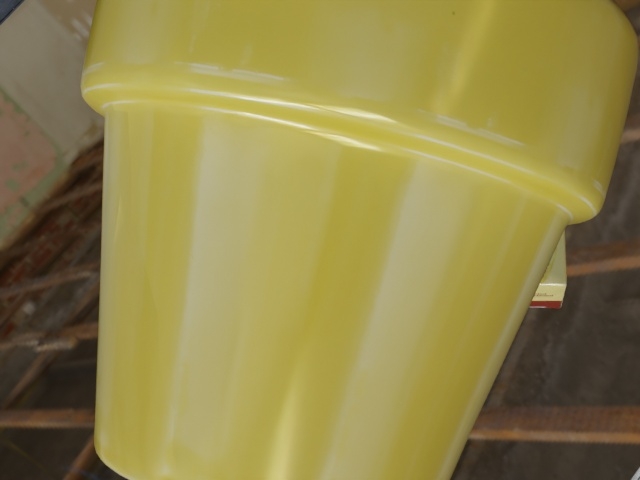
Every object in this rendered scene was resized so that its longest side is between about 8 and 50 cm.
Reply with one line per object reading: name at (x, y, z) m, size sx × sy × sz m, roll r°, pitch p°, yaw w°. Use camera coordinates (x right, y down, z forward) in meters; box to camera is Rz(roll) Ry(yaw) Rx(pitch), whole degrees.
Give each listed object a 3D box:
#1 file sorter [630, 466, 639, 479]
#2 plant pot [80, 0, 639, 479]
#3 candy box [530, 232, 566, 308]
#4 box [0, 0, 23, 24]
file sorter at (0.477, 0.315, 1.027) m, size 0.193 × 0.278 × 0.173 m, roll -10°, pitch 131°, yaw -62°
plant pot at (0.000, 0.000, 0.453) m, size 0.254 × 0.254 × 0.238 m, roll 6°, pitch -98°, yaw 59°
candy box at (0.239, -0.066, 1.308) m, size 0.183 × 0.087 × 0.316 m, roll 1°, pitch -117°, yaw 8°
box at (-0.434, -0.304, 1.040) m, size 0.183 × 0.233 × 0.059 m, roll -42°, pitch -113°, yaw 5°
